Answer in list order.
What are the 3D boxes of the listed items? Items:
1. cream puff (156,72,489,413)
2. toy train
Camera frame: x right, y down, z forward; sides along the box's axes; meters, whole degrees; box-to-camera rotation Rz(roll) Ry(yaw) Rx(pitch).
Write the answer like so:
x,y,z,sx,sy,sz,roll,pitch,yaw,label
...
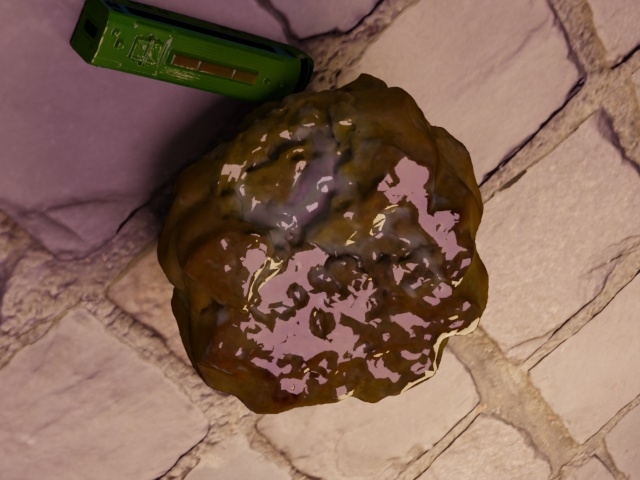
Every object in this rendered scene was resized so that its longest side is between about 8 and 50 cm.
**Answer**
x,y,z,sx,sy,sz,roll,pitch,yaw,label
0.000,-0.002,0.937,0.282,0.185,0.282,-3,117,-6,cream puff
-0.077,-0.131,0.861,0.209,0.042,0.044,8,118,-41,toy train
